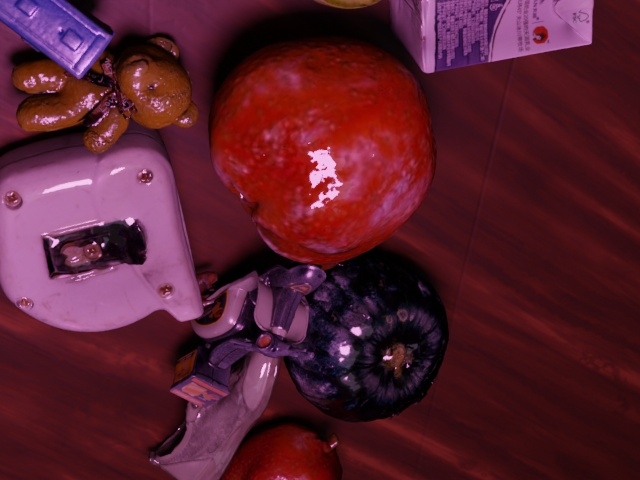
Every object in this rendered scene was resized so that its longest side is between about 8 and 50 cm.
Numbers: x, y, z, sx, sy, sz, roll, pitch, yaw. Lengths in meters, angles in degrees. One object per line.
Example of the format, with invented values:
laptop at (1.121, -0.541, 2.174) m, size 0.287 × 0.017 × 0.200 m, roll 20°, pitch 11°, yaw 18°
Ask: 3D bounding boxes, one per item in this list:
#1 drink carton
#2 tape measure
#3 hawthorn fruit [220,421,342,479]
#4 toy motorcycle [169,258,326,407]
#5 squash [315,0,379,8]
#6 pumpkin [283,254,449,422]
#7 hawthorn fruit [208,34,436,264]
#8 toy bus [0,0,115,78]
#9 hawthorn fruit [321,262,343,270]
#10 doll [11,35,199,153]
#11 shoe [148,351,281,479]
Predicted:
drink carton at (0.207, -0.288, 1.778) m, size 0.222 × 0.134 × 0.102 m, roll -10°, pitch 121°, yaw -11°
tape measure at (-0.271, -0.006, 1.807) m, size 0.265 × 0.130 × 0.258 m, roll -15°, pitch 126°, yaw -8°
hawthorn fruit at (-0.047, 0.331, 2.072) m, size 0.169 × 0.169 × 0.188 m, roll 38°, pitch 98°, yaw -32°
toy motorcycle at (-0.085, 0.105, 1.887) m, size 0.091 × 0.157 × 0.263 m, roll 29°, pitch 141°, yaw -28°
squash at (0.037, -0.369, 1.665) m, size 0.219 × 0.041 × 0.219 m, roll -14°, pitch 111°, yaw -42°
pumpkin at (0.063, 0.134, 1.967) m, size 0.233 × 0.163 × 0.233 m, roll -14°, pitch 117°, yaw -31°
hawthorn fruit at (0.001, -0.110, 1.761) m, size 0.284 × 0.284 × 0.284 m, roll -8°, pitch 123°, yaw -13°
toy bus at (-0.335, -0.275, 1.613) m, size 0.236 × 0.094 × 0.079 m, roll 37°, pitch 87°, yaw -17°
hawthorn fruit at (0.000, 0.000, 1.914) m, size 0.081 × 0.093 × 0.081 m, roll -10°, pitch 124°, yaw -15°
doll at (-0.250, -0.177, 1.705) m, size 0.209 × 0.137 × 0.097 m, roll -10°, pitch 164°, yaw -17°
shoe at (-0.137, 0.230, 2.015) m, size 0.098 × 0.103 × 0.275 m, roll 28°, pitch 107°, yaw -15°
